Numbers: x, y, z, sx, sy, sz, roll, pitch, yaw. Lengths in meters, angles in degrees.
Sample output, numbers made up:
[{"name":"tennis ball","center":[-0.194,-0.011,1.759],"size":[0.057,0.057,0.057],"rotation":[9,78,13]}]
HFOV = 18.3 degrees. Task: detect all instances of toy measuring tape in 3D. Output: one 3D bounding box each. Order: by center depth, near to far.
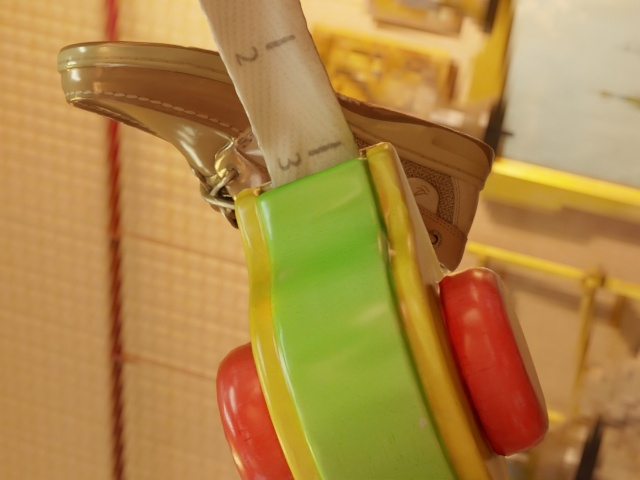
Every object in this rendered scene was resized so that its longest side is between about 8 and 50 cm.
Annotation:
[{"name":"toy measuring tape","center":[0.000,0.000,0.701],"size":[0.121,0.121,0.330],"rotation":[-43,-65,-56]}]

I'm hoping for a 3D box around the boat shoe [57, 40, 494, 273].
[{"name":"boat shoe","center":[-0.034,-0.060,1.447],"size":[0.121,0.341,0.110],"rotation":[-179,104,-70]}]
